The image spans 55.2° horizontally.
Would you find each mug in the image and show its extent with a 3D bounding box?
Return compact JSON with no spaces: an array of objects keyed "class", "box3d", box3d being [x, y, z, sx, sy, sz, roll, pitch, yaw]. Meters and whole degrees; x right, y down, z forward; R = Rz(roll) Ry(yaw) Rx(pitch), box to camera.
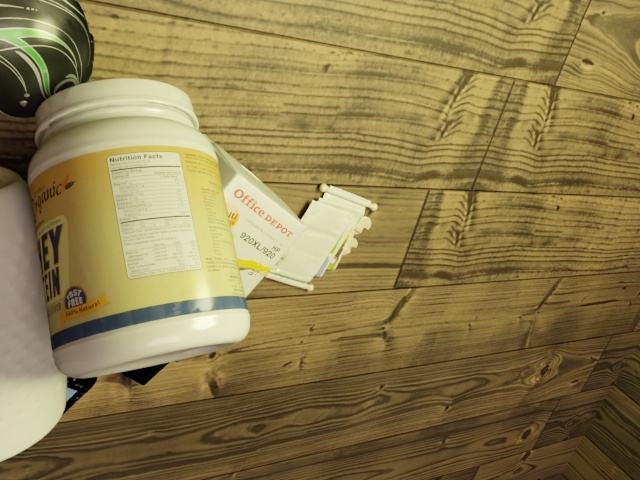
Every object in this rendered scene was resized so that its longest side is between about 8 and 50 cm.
[{"class":"mug","box3d":[-0.500,0.083,0.742,0.374,0.276,0.328,-12,117,-47]}]

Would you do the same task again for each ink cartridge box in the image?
[{"class":"ink cartridge box","box3d":[-0.179,-0.011,0.971,0.232,0.168,0.171,-48,132,4]}]

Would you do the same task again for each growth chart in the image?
[{"class":"growth chart","box3d":[0.000,0.000,1.192,0.172,0.021,0.237,28,103,-42]}]

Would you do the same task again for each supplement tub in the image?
[{"class":"supplement tub","box3d":[-0.223,-0.010,0.746,0.228,0.316,0.228,-13,169,-3]}]

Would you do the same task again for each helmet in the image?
[{"class":"helmet","box3d":[-0.360,-0.243,0.708,0.169,0.169,0.161,-31,147,-11]}]

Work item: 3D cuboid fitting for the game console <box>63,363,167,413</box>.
[{"class":"game console","box3d":[-0.420,0.238,1.072,0.361,0.044,0.213,-42,133,0]}]
